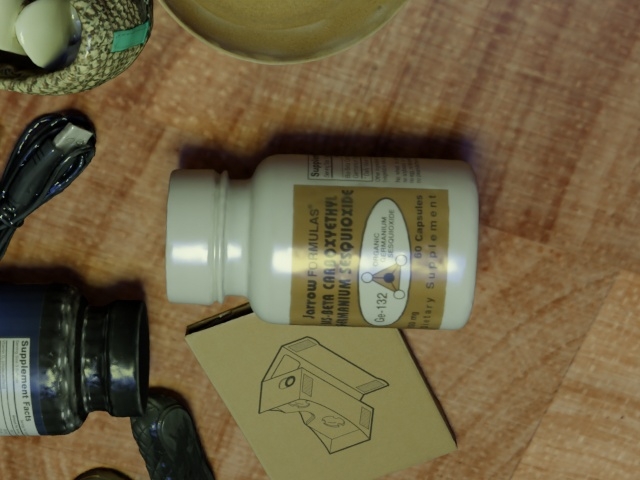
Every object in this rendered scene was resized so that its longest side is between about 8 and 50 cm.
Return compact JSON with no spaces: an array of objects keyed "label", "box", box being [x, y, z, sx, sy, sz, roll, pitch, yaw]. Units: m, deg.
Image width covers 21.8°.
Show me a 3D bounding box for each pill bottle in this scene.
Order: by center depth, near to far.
[{"label":"pill bottle","box":[0.000,0.000,1.264,0.229,0.131,0.131,2,120,-1]},{"label":"pill bottle","box":[-0.249,0.095,1.322,0.219,0.123,0.123,-1,120,-1]}]

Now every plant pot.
[{"label":"plant pot","box":[-0.023,-0.239,1.141,0.236,0.032,0.236,-8,112,-21]}]

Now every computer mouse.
[{"label":"computer mouse","box":[-0.320,-0.084,1.247,0.272,0.072,0.188,39,114,-20]}]

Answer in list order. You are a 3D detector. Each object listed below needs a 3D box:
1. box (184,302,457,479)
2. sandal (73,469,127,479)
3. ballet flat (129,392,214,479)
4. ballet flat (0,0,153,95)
[{"label":"box","box":[0.003,0.126,1.401,0.164,0.021,0.201,-21,119,12]},{"label":"sandal","box":[-0.229,0.297,1.476,0.090,0.060,0.219,31,115,-17]},{"label":"ballet flat","box":[-0.126,0.201,1.438,0.057,0.049,0.173,-30,128,-33]},{"label":"ballet flat","box":[-0.350,-0.195,1.085,0.482,0.182,0.164,14,106,1]}]
